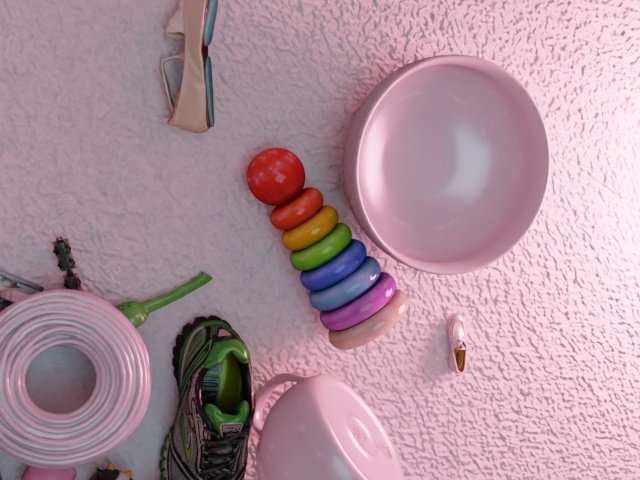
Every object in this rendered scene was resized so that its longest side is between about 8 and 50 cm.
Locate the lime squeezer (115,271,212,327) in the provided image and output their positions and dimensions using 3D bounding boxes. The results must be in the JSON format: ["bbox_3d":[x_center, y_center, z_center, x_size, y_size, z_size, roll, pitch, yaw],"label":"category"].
[{"bbox_3d":[-0.291,0.161,1.904,0.310,0.059,0.110,-59,141,-5],"label":"lime squeezer"}]

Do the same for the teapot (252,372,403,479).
[{"bbox_3d":[-0.012,0.334,1.881,0.187,0.256,0.252,-35,94,17],"label":"teapot"}]

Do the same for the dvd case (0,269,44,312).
[{"bbox_3d":[-0.470,0.107,1.843,0.087,0.013,0.119,25,88,-21],"label":"dvd case"}]

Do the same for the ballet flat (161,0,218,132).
[{"bbox_3d":[-0.194,-0.283,1.854,0.086,0.086,0.248,0,99,-20],"label":"ballet flat"}]

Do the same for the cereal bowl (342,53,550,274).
[{"bbox_3d":[0.184,-0.122,1.974,0.339,0.141,0.338,-3,99,-19],"label":"cereal bowl"}]

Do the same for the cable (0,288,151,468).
[{"bbox_3d":[-0.369,0.196,1.790,0.257,0.089,0.257,3,79,-12],"label":"cable"}]

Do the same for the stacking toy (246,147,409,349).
[{"bbox_3d":[0.000,0.000,1.943,0.141,0.141,0.330,-34,102,-12],"label":"stacking toy"}]

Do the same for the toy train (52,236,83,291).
[{"bbox_3d":[-0.365,0.068,1.863,0.027,0.036,0.158,-13,105,0],"label":"toy train"}]

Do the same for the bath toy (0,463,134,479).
[{"bbox_3d":[-0.387,0.375,1.849,0.348,0.151,0.129,17,112,-14],"label":"bath toy"}]

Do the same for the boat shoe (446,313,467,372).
[{"bbox_3d":[0.230,0.173,2.090,0.035,0.035,0.100,0,98,-19],"label":"boat shoe"}]

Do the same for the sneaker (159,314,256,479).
[{"bbox_3d":[-0.168,0.295,1.908,0.134,0.146,0.343,-3,100,-19],"label":"sneaker"}]
